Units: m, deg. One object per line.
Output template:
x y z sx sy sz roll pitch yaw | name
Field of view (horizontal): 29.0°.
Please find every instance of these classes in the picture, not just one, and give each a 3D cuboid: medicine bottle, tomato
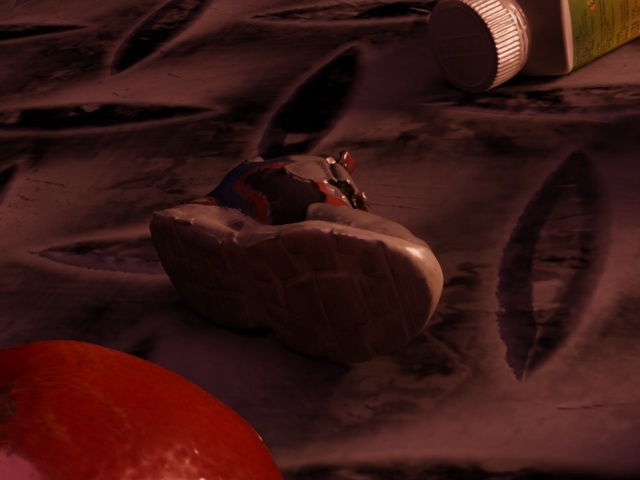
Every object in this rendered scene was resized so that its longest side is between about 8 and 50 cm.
0.193 -0.205 1.109 0.188 0.088 0.132 -28 33 -29 | medicine bottle
-0.130 0.126 0.566 0.233 0.140 0.200 -7 35 6 | tomato

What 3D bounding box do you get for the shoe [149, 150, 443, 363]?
0.000 -0.001 0.790 0.227 0.099 0.125 10 37 40 | shoe
